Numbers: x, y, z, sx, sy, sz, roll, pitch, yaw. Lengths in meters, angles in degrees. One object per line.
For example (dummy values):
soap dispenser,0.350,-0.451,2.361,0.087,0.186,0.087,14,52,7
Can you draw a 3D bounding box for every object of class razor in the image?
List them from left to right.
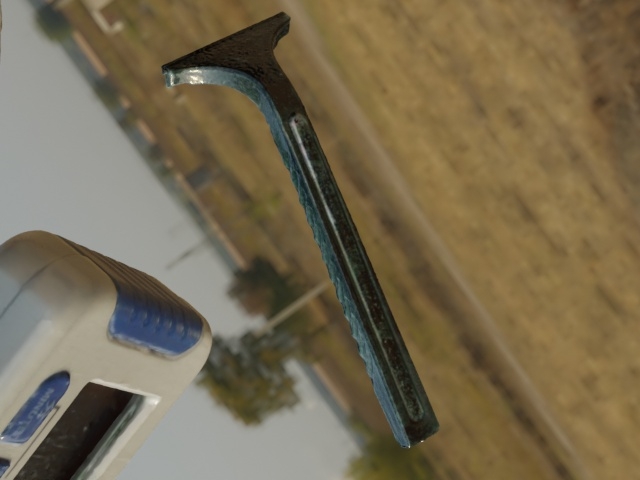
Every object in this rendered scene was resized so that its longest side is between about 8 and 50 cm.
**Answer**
razor,0.003,-0.001,0.758,0.033,0.066,0.190,-17,98,61

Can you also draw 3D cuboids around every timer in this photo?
timer,-0.172,0.112,0.879,0.078,0.253,0.178,38,-179,20

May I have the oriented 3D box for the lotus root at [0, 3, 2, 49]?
lotus root,-0.190,-0.098,0.760,0.081,0.112,0.122,12,136,41
